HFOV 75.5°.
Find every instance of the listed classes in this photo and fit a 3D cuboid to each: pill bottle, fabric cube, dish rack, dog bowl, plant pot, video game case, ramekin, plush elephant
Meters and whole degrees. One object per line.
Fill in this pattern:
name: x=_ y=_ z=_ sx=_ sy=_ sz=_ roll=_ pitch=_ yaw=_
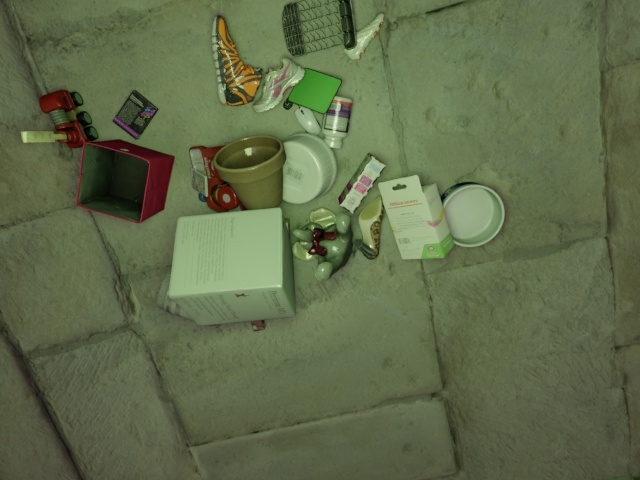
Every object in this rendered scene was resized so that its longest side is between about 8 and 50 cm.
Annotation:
pill bottle: x=0.062 y=-0.472 z=1.652 sx=0.108 sy=0.108 sz=0.194 roll=9 pitch=107 yaw=-2
fabric cube: x=-0.770 y=-0.246 z=1.659 sx=0.254 sy=0.258 sz=0.259 roll=16 pitch=106 yaw=-3
dish rack: x=-0.010 y=-0.812 z=1.561 sx=0.271 sy=0.074 sz=0.209 roll=-4 pitch=105 yaw=21
dog bowl: x=0.627 y=-0.112 z=1.748 sx=0.264 sy=0.104 sz=0.265 roll=0 pitch=107 yaw=1
plant pot: x=-0.241 y=-0.231 z=1.537 sx=0.262 sy=0.263 sz=0.229 roll=-8 pitch=130 yaw=4
video game case: x=-0.499 y=-0.240 z=1.703 sx=0.011 sy=0.122 sz=0.087 roll=-19 pitch=126 yaw=-37
ramekin: x=-0.085 y=-0.280 z=1.653 sx=0.277 sy=0.135 sz=0.277 roll=9 pitch=115 yaw=19
plush elephant: x=0.000 y=0.000 z=1.731 sx=0.255 sy=0.330 sz=0.272 roll=21 pitch=93 yaw=18

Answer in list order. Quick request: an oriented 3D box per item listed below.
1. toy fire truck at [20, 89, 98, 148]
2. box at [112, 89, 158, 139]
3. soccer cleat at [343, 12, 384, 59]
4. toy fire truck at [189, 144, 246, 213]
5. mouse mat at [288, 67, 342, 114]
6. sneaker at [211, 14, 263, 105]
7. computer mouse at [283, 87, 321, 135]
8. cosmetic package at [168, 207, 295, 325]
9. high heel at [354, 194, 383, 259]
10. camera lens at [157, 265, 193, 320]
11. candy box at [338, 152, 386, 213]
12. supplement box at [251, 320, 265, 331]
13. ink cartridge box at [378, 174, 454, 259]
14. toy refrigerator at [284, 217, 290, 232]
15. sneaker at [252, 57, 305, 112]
toy fire truck: x=-1.031 y=-0.461 z=1.605 sx=0.158 sy=0.246 sz=0.217 roll=-16 pitch=106 yaw=5
box: x=-0.758 y=-0.515 z=1.698 sx=0.116 sy=0.029 sz=0.162 roll=39 pitch=105 yaw=-11
soccer cleat: x=0.168 y=-0.787 z=1.581 sx=0.076 sy=0.068 sz=0.196 roll=36 pitch=107 yaw=-6
toy fire truck: x=-0.413 y=-0.248 z=1.718 sx=0.253 sy=0.169 sz=0.302 roll=1 pitch=110 yaw=28
mouse mat: x=-0.024 y=-0.585 z=1.612 sx=0.189 sy=0.007 sz=0.153 roll=28 pitch=91 yaw=22
sneaker: x=-0.315 y=-0.692 z=1.601 sx=0.179 sy=0.125 sz=0.321 roll=-4 pitch=117 yaw=-2
computer mouse: x=-0.063 y=-0.510 z=1.677 sx=0.106 sy=0.042 sz=0.193 roll=-35 pitch=103 yaw=9
cosmetic package: x=-0.314 y=0.107 z=1.576 sx=0.393 sy=0.328 sz=0.329 roll=-5 pitch=150 yaw=3
high heel: x=0.237 y=-0.052 z=1.808 sx=0.093 sy=0.186 sz=0.261 roll=15 pitch=76 yaw=35
camera lens: x=-0.542 y=0.240 z=1.815 sx=0.274 sy=0.219 sz=0.220 roll=19 pitch=106 yaw=-4
candy box: x=0.166 y=-0.237 z=1.693 sx=0.071 sy=0.159 sz=0.233 roll=31 pitch=105 yaw=-9
supplement box: x=-0.295 y=0.378 z=1.942 sx=0.054 sy=0.043 sz=0.083 roll=-13 pitch=105 yaw=5
ink cartridge box: x=0.392 y=-0.106 z=1.698 sx=0.207 sy=0.119 sz=0.354 roll=-5 pitch=113 yaw=45
toy refrigerator: x=-0.270 y=-0.035 z=1.794 sx=0.269 sy=0.094 sz=0.102 roll=-1 pitch=106 yaw=1
sneaker: x=-0.184 y=-0.609 z=1.609 sx=0.252 sy=0.103 sz=0.111 roll=-46 pitch=122 yaw=5
